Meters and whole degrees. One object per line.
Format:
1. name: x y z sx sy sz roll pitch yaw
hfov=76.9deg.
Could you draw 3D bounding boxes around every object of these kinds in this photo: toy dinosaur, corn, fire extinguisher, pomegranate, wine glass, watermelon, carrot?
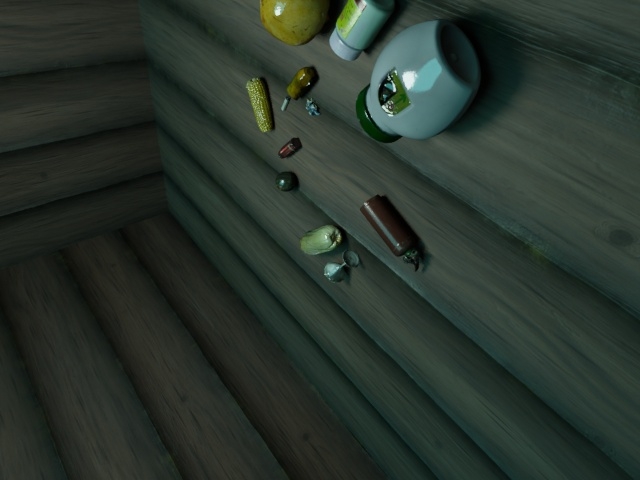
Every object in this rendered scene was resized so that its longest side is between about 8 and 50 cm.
1. toy dinosaur: -0.034 -0.581 1.762 0.083 0.030 0.047 62 149 2
2. corn: -0.004 -0.002 2.030 0.305 0.122 0.123 -17 97 58
3. fire extinguisher: 0.297 -0.019 1.636 0.337 0.106 0.147 55 171 14
4. pomegranate: -0.088 -0.847 1.462 0.264 0.264 0.264 33 136 38
5. corn: -0.298 -0.674 2.010 0.091 0.091 0.260 17 128 45
6. wine glass: 0.110 0.123 1.976 0.122 0.122 0.183 58 141 9
7. watermelon: -0.190 -0.302 2.092 0.133 0.105 0.105 -13 101 36
8. carrot: -0.087 -0.672 1.729 0.173 0.082 0.082 -28 88 54

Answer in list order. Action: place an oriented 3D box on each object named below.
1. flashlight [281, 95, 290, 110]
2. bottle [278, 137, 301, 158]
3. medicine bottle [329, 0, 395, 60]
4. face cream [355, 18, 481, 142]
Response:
1. flashlight: -0.164 -0.649 1.906 0.018 0.018 0.083 57 147 12
2. bottle: -0.159 -0.455 2.000 0.164 0.060 0.060 -20 95 57
3. medicine bottle: 0.133 -0.725 1.336 0.139 0.139 0.225 59 147 7
4. face cream: 0.288 -0.463 1.228 0.357 0.219 0.312 -23 94 60
